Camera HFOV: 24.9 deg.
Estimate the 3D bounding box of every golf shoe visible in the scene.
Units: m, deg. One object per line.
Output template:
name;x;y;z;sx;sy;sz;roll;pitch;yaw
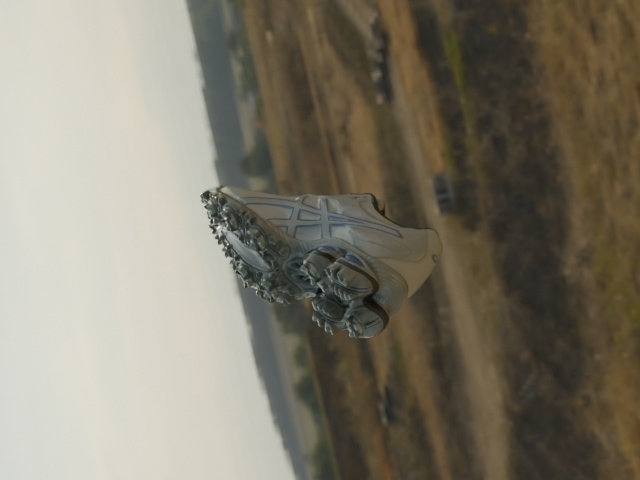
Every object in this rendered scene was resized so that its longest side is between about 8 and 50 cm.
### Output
golf shoe;0.000;0.000;0.896;0.176;0.086;0.069;28;143;41
